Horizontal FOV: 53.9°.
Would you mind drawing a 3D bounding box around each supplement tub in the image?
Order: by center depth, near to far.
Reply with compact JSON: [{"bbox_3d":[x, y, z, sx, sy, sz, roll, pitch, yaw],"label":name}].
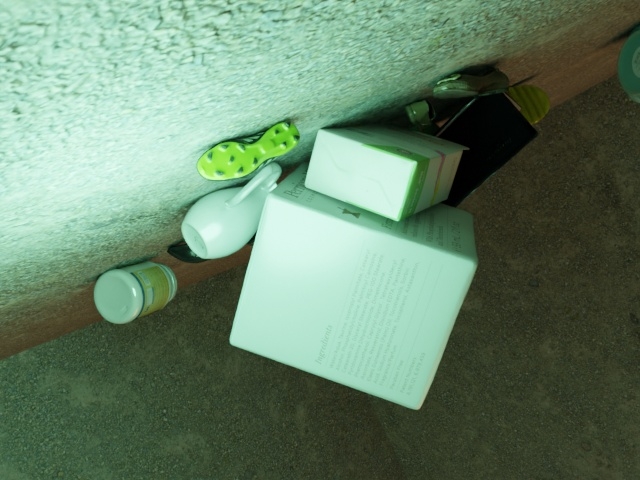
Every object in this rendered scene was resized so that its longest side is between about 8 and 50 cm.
[{"bbox_3d":[-0.492,0.134,1.693,0.144,0.144,0.200,-26,177,21],"label":"supplement tub"}]

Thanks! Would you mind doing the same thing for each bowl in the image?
[{"bbox_3d":[0.963,-0.502,1.776,0.163,0.311,0.311,-5,174,-10],"label":"bowl"}]

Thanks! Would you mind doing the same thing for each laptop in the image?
[{"bbox_3d":[0.367,-0.172,1.573,0.382,0.236,0.408,-43,156,22],"label":"laptop"}]

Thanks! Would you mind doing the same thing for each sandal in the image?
[{"bbox_3d":[0.503,-0.359,1.830,0.317,0.126,0.138,-18,-177,4],"label":"sandal"}]

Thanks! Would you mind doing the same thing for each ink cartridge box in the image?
[{"bbox_3d":[0.150,-0.151,1.272,0.207,0.119,0.353,23,-158,24],"label":"ink cartridge box"}]

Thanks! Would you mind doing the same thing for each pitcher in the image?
[{"bbox_3d":[-0.167,-0.065,1.251,0.207,0.125,0.177,-37,165,-31],"label":"pitcher"}]

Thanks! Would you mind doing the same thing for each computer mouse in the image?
[{"bbox_3d":[-0.281,0.023,1.691,0.262,0.060,0.184,-13,-175,-8],"label":"computer mouse"}]

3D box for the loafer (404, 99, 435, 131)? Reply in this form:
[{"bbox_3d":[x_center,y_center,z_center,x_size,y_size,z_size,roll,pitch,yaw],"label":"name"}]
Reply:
[{"bbox_3d":[0.224,-0.271,1.360,0.050,0.056,0.148,-20,180,21],"label":"loafer"}]

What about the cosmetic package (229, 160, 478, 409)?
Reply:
[{"bbox_3d":[0.075,0.073,1.287,0.329,0.394,0.327,-59,167,-69],"label":"cosmetic package"}]

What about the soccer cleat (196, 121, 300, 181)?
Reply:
[{"bbox_3d":[-0.110,-0.128,0.955,0.179,0.060,0.072,-28,180,-29],"label":"soccer cleat"}]

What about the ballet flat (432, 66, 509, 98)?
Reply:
[{"bbox_3d":[0.308,-0.322,1.278,0.250,0.058,0.084,-16,-167,-43],"label":"ballet flat"}]

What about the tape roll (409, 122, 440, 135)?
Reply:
[{"bbox_3d":[0.223,-0.197,1.778,0.321,0.077,0.321,-31,164,-10],"label":"tape roll"}]
